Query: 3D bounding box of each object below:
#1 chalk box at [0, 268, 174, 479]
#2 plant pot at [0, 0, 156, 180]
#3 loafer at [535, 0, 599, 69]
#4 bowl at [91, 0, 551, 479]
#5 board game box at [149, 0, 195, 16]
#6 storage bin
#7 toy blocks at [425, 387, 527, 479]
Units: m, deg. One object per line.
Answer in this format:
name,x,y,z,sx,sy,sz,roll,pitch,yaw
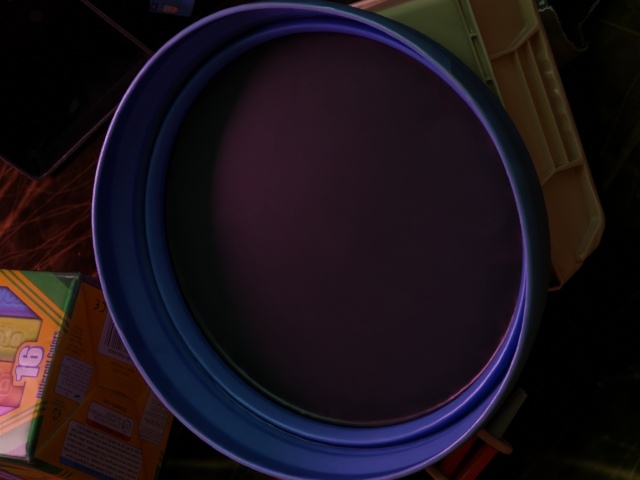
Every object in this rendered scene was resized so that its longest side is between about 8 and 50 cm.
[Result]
chalk box,-0.296,0.133,1.805,0.289,0.180,0.179,1,71,37
plant pot,-0.305,-0.209,1.969,0.188,0.187,0.167,-43,39,13
loafer,0.176,-0.179,1.658,0.087,0.094,0.251,34,94,40
bowl,0.000,0.000,1.531,0.391,0.077,0.391,7,106,26
board game box,-0.131,-0.353,1.922,0.047,0.160,0.210,7,69,-9
storage bin,0.069,-0.071,1.603,0.262,0.123,0.260,-14,101,30
toy blocks,0.097,0.162,1.593,0.123,0.054,0.148,39,95,39
